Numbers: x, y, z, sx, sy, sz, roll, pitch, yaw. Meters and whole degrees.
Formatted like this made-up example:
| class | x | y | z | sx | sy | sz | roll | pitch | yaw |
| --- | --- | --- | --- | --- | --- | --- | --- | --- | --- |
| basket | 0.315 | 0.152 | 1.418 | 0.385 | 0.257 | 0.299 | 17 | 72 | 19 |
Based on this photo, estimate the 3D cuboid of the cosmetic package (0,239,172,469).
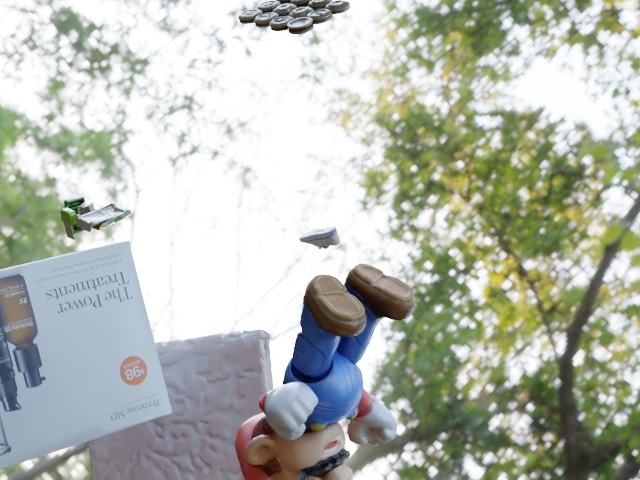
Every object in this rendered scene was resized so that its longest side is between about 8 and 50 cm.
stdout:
| class | x | y | z | sx | sy | sz | roll | pitch | yaw |
| --- | --- | --- | --- | --- | --- | --- | --- | --- | --- |
| cosmetic package | -0.437 | 0.178 | 1.761 | 0.097 | 0.377 | 0.284 | -8 | -84 | 59 |

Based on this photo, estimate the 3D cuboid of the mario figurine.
| class | x | y | z | sx | sy | sz | roll | pitch | yaw |
| --- | --- | --- | --- | --- | --- | --- | --- | --- | --- |
| mario figurine | 0.019 | 0.193 | 1.306 | 0.198 | 0.170 | 0.320 | 10 | -57 | -16 |

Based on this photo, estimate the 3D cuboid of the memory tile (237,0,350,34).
| class | x | y | z | sx | sy | sz | roll | pitch | yaw |
| --- | --- | --- | --- | --- | --- | --- | --- | --- | --- |
| memory tile | -0.039 | -0.327 | 1.675 | 0.148 | 0.113 | 0.012 | 22 | -45 | 44 |

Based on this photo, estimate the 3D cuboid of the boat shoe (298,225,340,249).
| class | x | y | z | sx | sy | sz | roll | pitch | yaw |
| --- | --- | --- | --- | --- | --- | --- | --- | --- | --- |
| boat shoe | 0.000 | 0.000 | 1.926 | 0.100 | 0.035 | 0.035 | -9 | -69 | 54 |

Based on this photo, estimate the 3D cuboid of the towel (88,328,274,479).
| class | x | y | z | sx | sy | sz | roll | pitch | yaw |
| --- | --- | --- | --- | --- | --- | --- | --- | --- | --- |
| towel | -0.225 | 0.318 | 1.925 | 0.332 | 0.053 | 0.316 | -9 | -98 | 16 |

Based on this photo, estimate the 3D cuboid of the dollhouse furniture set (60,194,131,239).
| class | x | y | z | sx | sy | sz | roll | pitch | yaw |
| --- | --- | --- | --- | --- | --- | --- | --- | --- | --- |
| dollhouse furniture set | -0.370 | -0.027 | 1.911 | 0.152 | 0.076 | 0.058 | 20 | -56 | 49 |
